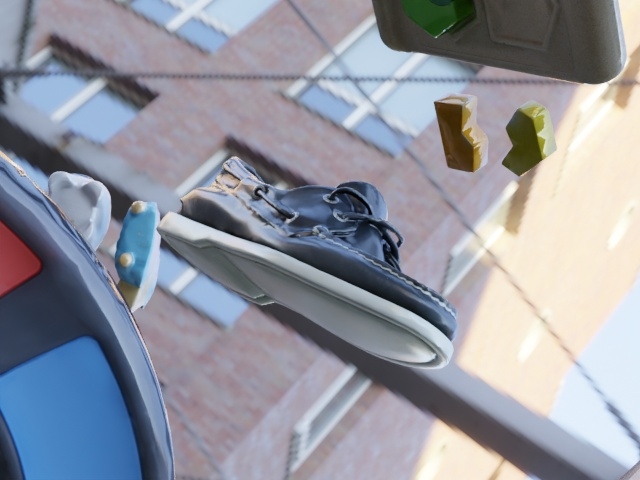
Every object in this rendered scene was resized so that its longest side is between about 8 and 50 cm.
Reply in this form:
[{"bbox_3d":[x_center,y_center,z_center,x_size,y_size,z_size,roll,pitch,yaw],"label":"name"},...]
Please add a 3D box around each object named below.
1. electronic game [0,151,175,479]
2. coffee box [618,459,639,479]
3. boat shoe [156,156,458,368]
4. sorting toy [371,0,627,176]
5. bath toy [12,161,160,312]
[{"bbox_3d":[-0.146,0.062,0.332,0.048,0.229,0.229,-111,177,-64],"label":"electronic game"},{"bbox_3d":[0.244,0.122,0.653,0.168,0.297,0.119,54,-27,1],"label":"coffee box"},{"bbox_3d":[0.002,0.002,1.181,0.127,0.113,0.340,44,-15,-31],"label":"boat shoe"},{"bbox_3d":[0.116,-0.177,1.115,0.229,0.041,0.307,15,-51,46],"label":"sorting toy"},{"bbox_3d":[-0.352,-0.022,1.717,0.348,0.151,0.129,20,-11,4],"label":"bath toy"}]
